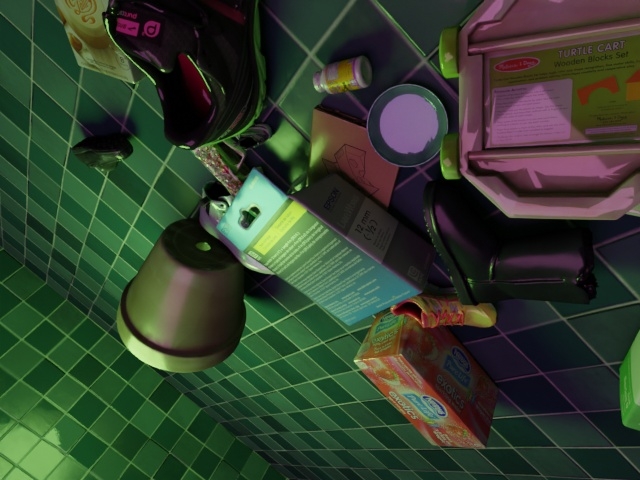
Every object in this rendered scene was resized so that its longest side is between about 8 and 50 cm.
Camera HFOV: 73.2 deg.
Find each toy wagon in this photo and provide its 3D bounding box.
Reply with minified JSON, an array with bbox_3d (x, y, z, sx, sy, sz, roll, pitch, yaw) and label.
[{"bbox_3d":[0.263,-0.193,0.448,0.267,0.068,0.345,3,108,27],"label":"toy wagon"}]

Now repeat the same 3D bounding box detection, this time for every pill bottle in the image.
[{"bbox_3d":[0.031,-0.241,0.634,0.083,0.043,0.043,2,130,35],"label":"pill bottle"}]

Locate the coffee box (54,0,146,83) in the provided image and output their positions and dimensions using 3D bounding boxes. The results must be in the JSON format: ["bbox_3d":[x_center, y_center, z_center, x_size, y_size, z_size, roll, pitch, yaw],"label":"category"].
[{"bbox_3d":[-0.355,-0.406,0.702,0.141,0.098,0.247,21,139,17],"label":"coffee box"}]

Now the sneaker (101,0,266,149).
[{"bbox_3d":[-0.183,-0.331,0.572,0.185,0.202,0.483,16,137,22],"label":"sneaker"}]

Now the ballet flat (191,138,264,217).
[{"bbox_3d":[-0.162,-0.136,0.854,0.077,0.091,0.241,-36,110,27],"label":"ballet flat"}]

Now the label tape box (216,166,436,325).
[{"bbox_3d":[0.000,0.000,0.814,0.347,0.115,0.249,37,145,-9],"label":"label tape box"}]

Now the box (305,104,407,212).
[{"bbox_3d":[0.055,-0.120,0.757,0.164,0.021,0.201,24,139,14],"label":"box"}]

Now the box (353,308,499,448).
[{"bbox_3d":[0.237,0.294,0.940,0.300,0.154,0.142,49,139,-14],"label":"box"}]

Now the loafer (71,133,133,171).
[{"bbox_3d":[-0.516,-0.208,1.043,0.223,0.076,0.078,7,139,37],"label":"loafer"}]

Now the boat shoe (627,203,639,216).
[{"bbox_3d":[0.343,-0.089,0.535,0.254,0.079,0.095,7,131,27],"label":"boat shoe"}]

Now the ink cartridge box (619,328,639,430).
[{"bbox_3d":[0.575,0.171,0.594,0.210,0.122,0.289,11,135,26],"label":"ink cartridge box"}]

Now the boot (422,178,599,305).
[{"bbox_3d":[0.288,-0.002,0.652,0.207,0.094,0.247,-10,118,37],"label":"boot"}]

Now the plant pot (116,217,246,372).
[{"bbox_3d":[-0.317,0.107,1.067,0.323,0.323,0.281,30,124,7],"label":"plant pot"}]

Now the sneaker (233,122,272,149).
[{"bbox_3d":[-0.144,-0.190,0.791,0.098,0.069,0.038,9,134,29],"label":"sneaker"}]

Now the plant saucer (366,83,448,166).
[{"bbox_3d":[0.128,-0.169,0.635,0.119,0.021,0.120,11,119,20],"label":"plant saucer"}]

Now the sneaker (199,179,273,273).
[{"bbox_3d":[-0.162,-0.030,0.940,0.255,0.094,0.151,32,147,9],"label":"sneaker"}]

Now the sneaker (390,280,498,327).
[{"bbox_3d":[0.230,0.137,0.831,0.208,0.094,0.082,12,134,25],"label":"sneaker"}]
